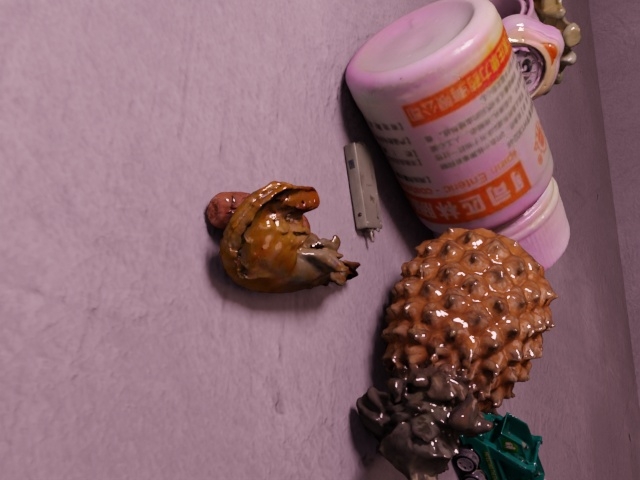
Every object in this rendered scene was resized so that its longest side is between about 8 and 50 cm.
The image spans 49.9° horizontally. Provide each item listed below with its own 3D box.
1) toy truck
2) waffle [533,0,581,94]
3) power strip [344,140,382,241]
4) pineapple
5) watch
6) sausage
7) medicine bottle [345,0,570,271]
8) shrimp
[{"bbox_3d":[0.292,0.360,1.061,0.110,0.116,0.216,-46,119,-53],"label":"toy truck"},{"bbox_3d":[0.393,-0.430,1.362,0.292,0.056,0.309,64,-11,5],"label":"waffle"},{"bbox_3d":[0.058,-0.065,0.917,0.051,0.019,0.136,0,81,-60],"label":"power strip"},{"bbox_3d":[0.148,0.161,0.836,0.223,0.222,0.357,59,46,-29],"label":"pineapple"},{"bbox_3d":[0.291,-0.320,1.233,0.211,0.248,0.217,50,16,-36],"label":"watch"},{"bbox_3d":[-0.056,-0.022,0.709,0.036,0.042,0.158,49,17,29],"label":"sausage"},{"bbox_3d":[0.210,-0.129,0.995,0.388,0.219,0.219,58,37,-32],"label":"medicine bottle"},{"bbox_3d":[0.001,0.009,0.719,0.066,0.117,0.262,46,21,27],"label":"shrimp"}]
